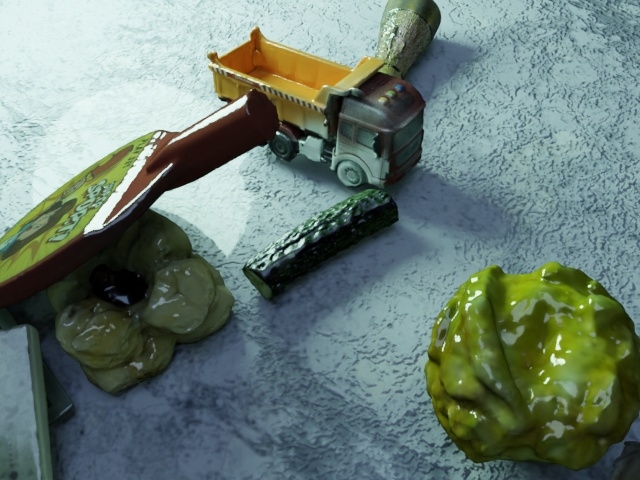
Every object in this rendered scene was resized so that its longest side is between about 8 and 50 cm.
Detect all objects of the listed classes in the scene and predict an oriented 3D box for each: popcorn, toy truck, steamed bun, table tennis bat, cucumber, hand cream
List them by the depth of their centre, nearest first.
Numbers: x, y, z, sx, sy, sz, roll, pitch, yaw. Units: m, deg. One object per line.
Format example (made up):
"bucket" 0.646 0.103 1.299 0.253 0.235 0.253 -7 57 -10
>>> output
"popcorn" 0.182 0.115 0.601 0.198 0.155 0.197 0 43 0
"table tennis bat" -0.223 -0.047 0.734 0.415 0.051 0.268 -23 29 25
"steamed bun" -0.203 0.046 0.735 0.178 0.106 0.192 -27 52 -15
"cucumber" 0.000 0.000 0.776 0.187 0.058 0.058 -30 55 -16
"toy truck" -0.004 -0.169 0.847 0.270 0.135 0.114 26 49 24
"hand cream" 0.104 -0.252 0.949 0.084 0.084 0.203 13 63 17

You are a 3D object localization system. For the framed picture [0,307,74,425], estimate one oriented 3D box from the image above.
"framed picture" -0.430 0.157 0.736 0.232 0.019 0.296 -36 56 -20

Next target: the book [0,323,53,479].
"book" -0.439 0.245 0.616 0.389 0.032 0.268 -14 69 -5

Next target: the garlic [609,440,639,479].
"garlic" 0.314 0.242 0.477 0.143 0.178 0.229 3 36 -8
